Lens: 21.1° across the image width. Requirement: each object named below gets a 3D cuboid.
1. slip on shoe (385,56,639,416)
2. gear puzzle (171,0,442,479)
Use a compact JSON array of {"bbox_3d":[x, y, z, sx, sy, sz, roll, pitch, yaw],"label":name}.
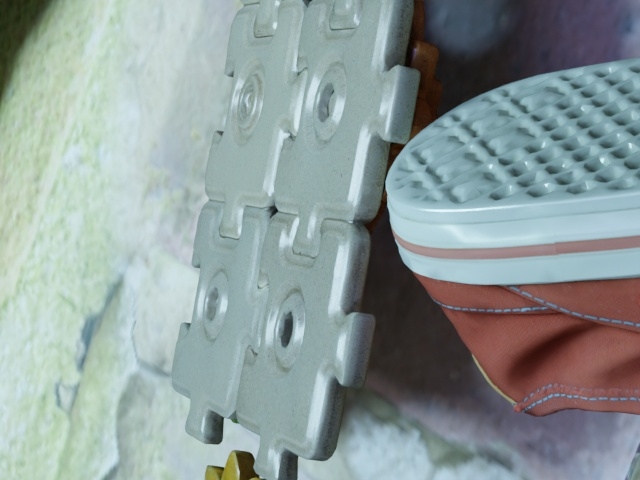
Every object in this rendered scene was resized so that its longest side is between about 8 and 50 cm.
[{"bbox_3d":[0.171,0.006,0.455,0.331,0.123,0.101,-2,124,38],"label":"slip on shoe"},{"bbox_3d":[0.000,0.000,0.625,0.175,0.044,0.339,-170,89,-67],"label":"gear puzzle"}]
